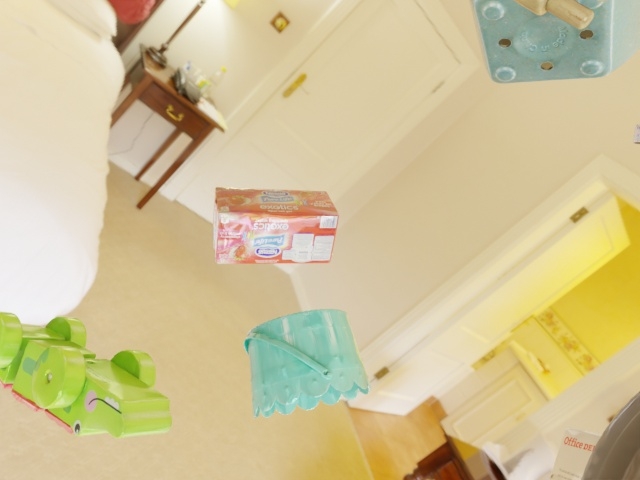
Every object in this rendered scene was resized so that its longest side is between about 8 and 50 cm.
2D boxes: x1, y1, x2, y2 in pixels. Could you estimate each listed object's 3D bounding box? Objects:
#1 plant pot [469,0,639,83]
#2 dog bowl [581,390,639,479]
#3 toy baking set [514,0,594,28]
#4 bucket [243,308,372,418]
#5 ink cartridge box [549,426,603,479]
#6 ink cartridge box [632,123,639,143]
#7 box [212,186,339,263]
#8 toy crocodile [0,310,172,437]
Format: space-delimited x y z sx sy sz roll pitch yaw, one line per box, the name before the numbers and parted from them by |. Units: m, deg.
plant pot | 0.307 -0.346 0.648 0.247 0.252 0.248 6 -24 31
dog bowl | 0.349 0.250 0.356 0.102 0.348 0.348 26 19 -11
toy baking set | 0.225 -0.285 0.416 0.030 0.196 0.256 -11 54 -50
bucket | -0.036 0.278 1.139 0.281 0.281 0.183 25 46 -56
ink cartridge box | 0.499 0.500 0.918 0.115 0.272 0.198 24 -14 6
ink cartridge box | 0.796 -0.231 1.086 0.097 0.046 0.207 5 5 -15
box | -0.102 -0.032 1.106 0.257 0.128 0.122 0 31 -16
toy crocodile | -0.306 0.158 0.594 0.341 0.105 0.115 14 -4 31
